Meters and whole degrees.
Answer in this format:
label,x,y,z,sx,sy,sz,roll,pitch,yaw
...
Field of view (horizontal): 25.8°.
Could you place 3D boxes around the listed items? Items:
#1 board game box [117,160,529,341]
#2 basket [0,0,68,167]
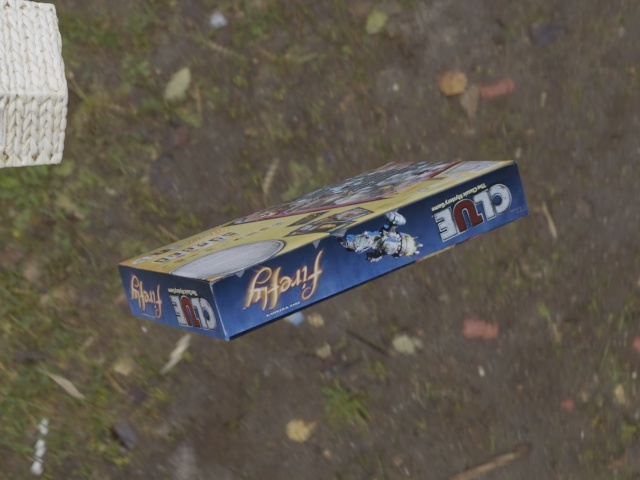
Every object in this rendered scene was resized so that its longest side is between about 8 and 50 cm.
label,x,y,z,sx,sy,sz,roll,pitch,yaw
board game box,0.000,0.000,0.978,0.243,0.165,0.042,-21,103,-26
basket,-0.322,-0.166,1.451,0.103,0.113,0.167,-2,47,-17
